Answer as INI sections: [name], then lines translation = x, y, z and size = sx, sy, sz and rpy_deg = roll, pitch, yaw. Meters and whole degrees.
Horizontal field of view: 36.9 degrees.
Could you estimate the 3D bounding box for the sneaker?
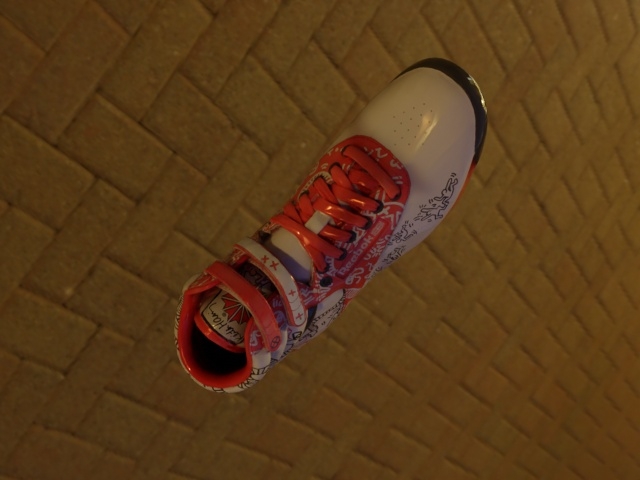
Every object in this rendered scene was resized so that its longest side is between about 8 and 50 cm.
[sneaker]
translation = 0.001, 0.001, 0.643
size = 0.270, 0.090, 0.145
rpy_deg = -50, 170, 35
